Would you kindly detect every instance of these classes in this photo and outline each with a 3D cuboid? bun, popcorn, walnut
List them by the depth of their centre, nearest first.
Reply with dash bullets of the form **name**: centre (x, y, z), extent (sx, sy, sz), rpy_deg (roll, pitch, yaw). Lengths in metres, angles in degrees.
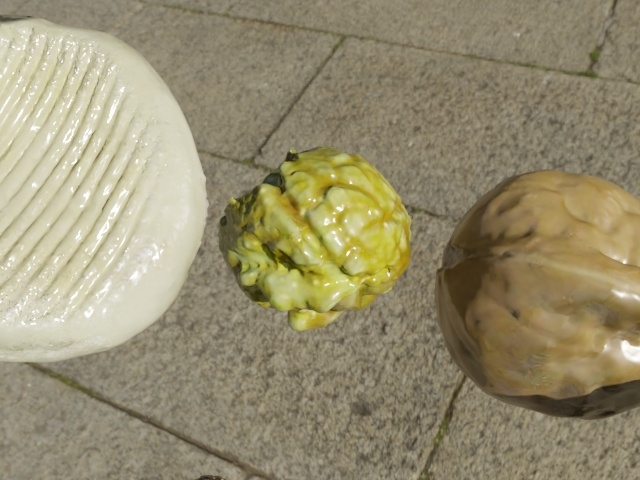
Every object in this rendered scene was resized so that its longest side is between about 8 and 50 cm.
- **bun**: centre (-0.153, -0.024, 0.336), extent (0.183, 0.102, 0.183), rpy_deg (4, 78, -17)
- **popcorn**: centre (-0.004, -0.008, 0.904), extent (0.282, 0.282, 0.247), rpy_deg (-35, 77, -19)
- **walnut**: centre (0.357, 0.086, 0.933), extent (0.384, 0.383, 0.383), rpy_deg (-5, 50, 6)

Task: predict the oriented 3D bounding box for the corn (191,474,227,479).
- **corn**: centre (-0.254, 0.445, 1.001), extent (0.280, 0.092, 0.092), rpy_deg (4, 30, -50)
